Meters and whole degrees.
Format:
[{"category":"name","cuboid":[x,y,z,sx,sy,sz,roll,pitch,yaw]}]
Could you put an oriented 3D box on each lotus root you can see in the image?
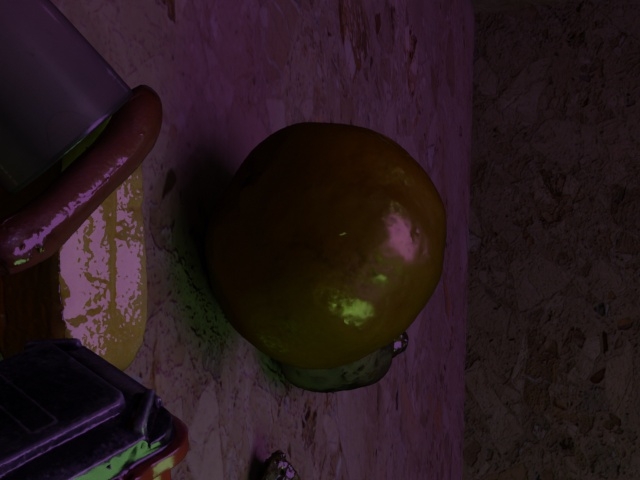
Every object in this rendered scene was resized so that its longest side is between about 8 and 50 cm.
[{"category":"lotus root","cuboid":[0.035,0.130,1.240,0.309,0.173,0.173,27,61,-68]}]

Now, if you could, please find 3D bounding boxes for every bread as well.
[{"category":"bread","cuboid":[-0.196,-0.012,0.691,0.102,0.094,0.245,4,83,-62]}]

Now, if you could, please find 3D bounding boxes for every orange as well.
[{"category":"orange","cuboid":[0.000,0.000,0.990,0.235,0.279,0.279,38,46,-31]}]

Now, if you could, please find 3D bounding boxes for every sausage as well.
[{"category":"sausage","cuboid":[-0.165,-0.043,0.628,0.186,0.043,0.043,-56,141,-37]}]

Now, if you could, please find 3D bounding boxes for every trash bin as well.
[{"category":"trash bin","cuboid":[-0.186,0.206,0.571,0.185,0.161,0.238,-23,121,-38]}]

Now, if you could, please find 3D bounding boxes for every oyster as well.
[{"category":"oyster","cuboid":[-0.048,0.341,1.121,0.105,0.056,0.177,-17,108,-62]}]

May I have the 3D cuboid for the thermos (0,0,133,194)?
[{"category":"thermos","cuboid":[-0.222,-0.126,0.550,0.193,0.105,0.137,51,24,-18]}]
